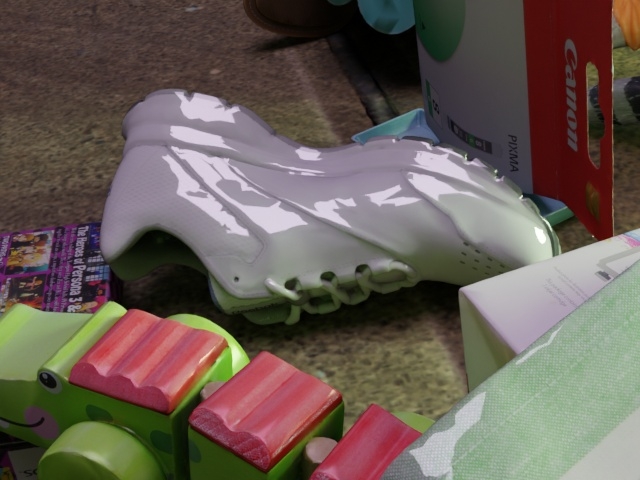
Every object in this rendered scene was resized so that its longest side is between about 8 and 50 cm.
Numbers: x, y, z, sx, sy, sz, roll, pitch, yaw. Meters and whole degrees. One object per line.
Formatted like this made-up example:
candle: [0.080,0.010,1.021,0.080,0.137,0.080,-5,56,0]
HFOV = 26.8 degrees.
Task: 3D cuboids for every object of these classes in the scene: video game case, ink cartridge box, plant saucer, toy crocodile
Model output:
video game case: [-0.229,0.074,0.816,0.210,0.042,0.232,-9,31,-1]
ink cartridge box: [0.175,0.056,0.671,0.198,0.115,0.067,-17,31,-14]
ink cartridge box: [0.117,-0.111,0.860,0.056,0.181,0.225,-14,33,-8]
plant saucer: [0.101,-0.047,0.951,0.067,0.018,0.192,-24,34,-23]
toy crocodile: [-0.034,0.098,0.643,0.340,0.105,0.115,20,41,24]

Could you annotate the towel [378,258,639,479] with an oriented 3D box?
towel: [0.224,0.121,0.513,0.248,0.038,0.325,-36,60,-25]

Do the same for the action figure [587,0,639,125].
action figure: [0.340,-0.128,0.945,0.330,0.179,0.341,18,11,28]

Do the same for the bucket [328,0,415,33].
bucket: [0.133,-0.290,1.114,0.281,0.183,0.281,7,34,-5]

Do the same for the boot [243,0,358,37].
boot: [-0.013,-0.251,1.267,0.197,0.073,0.152,-16,30,-28]

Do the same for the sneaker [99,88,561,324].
sneaker: [0.000,0.000,0.840,0.297,0.111,0.129,11,64,17]
